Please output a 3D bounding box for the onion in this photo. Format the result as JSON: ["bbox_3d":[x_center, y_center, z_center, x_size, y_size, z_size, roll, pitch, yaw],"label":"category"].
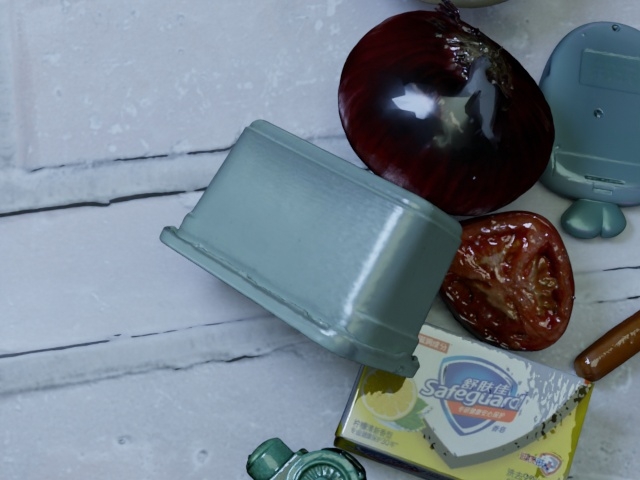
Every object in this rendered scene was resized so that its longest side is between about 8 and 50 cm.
[{"bbox_3d":[0.136,-0.133,1.384,0.273,0.285,0.273,20,42,-19],"label":"onion"}]

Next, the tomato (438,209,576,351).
[{"bbox_3d":[0.226,0.047,1.386,0.166,0.082,0.174,-13,98,20],"label":"tomato"}]

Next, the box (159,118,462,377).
[{"bbox_3d":[0.000,0.000,1.266,0.312,0.175,0.182,30,92,34],"label":"box"}]

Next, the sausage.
[{"bbox_3d":[0.366,0.127,1.397,0.131,0.041,0.039,-34,102,-11],"label":"sausage"}]

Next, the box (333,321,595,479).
[{"bbox_3d":[0.164,0.204,1.336,0.265,0.097,0.168,21,76,2],"label":"box"}]

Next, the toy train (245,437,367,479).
[{"bbox_3d":[0.024,0.393,1.245,0.369,0.150,0.237,43,81,11],"label":"toy train"}]

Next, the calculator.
[{"bbox_3d":[0.364,-0.144,1.465,0.186,0.041,0.298,11,74,-1],"label":"calculator"}]

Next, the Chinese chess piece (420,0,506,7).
[{"bbox_3d":[0.159,-0.400,1.434,0.273,0.102,0.273,6,45,-6],"label":"Chinese chess piece"}]
